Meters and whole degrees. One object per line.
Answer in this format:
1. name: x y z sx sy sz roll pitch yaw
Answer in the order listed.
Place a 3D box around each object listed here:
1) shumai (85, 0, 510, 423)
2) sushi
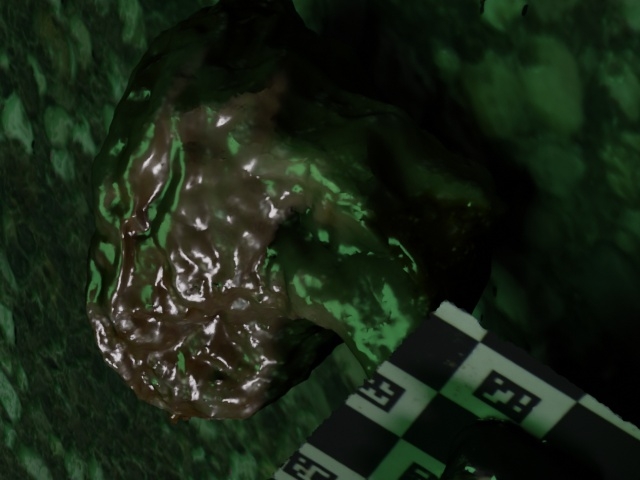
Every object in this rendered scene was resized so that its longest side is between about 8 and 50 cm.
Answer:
1. shumai: 0.000 0.000 0.778 0.175 0.166 0.206 16 134 21
2. sushi: 0.075 0.141 0.716 0.192 0.050 0.215 35 143 -4
